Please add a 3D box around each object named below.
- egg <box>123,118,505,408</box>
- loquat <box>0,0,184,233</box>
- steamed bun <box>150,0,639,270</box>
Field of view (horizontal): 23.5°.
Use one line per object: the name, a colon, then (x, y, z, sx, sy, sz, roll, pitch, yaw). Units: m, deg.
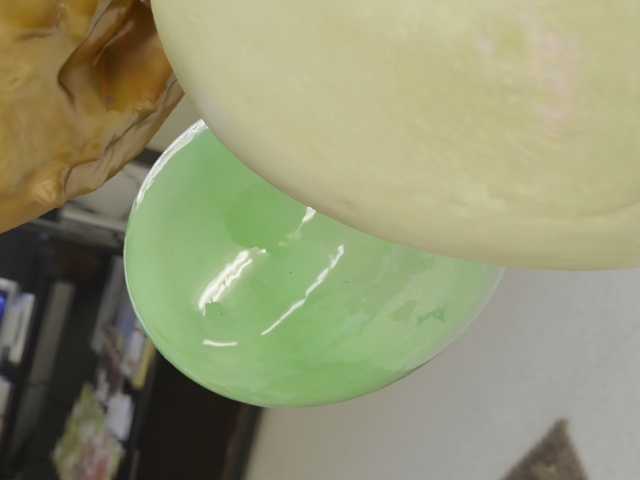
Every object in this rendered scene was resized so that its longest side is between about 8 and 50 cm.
egg: (0.000, 0.000, 1.046, 0.220, 0.270, 0.220, -14, -90, -87)
loquat: (-0.191, -0.151, 0.634, 0.328, 0.328, 0.328, -30, 53, 50)
steamed bun: (0.107, -0.128, 0.461, 0.312, 0.233, 0.334, -58, -8, -22)
